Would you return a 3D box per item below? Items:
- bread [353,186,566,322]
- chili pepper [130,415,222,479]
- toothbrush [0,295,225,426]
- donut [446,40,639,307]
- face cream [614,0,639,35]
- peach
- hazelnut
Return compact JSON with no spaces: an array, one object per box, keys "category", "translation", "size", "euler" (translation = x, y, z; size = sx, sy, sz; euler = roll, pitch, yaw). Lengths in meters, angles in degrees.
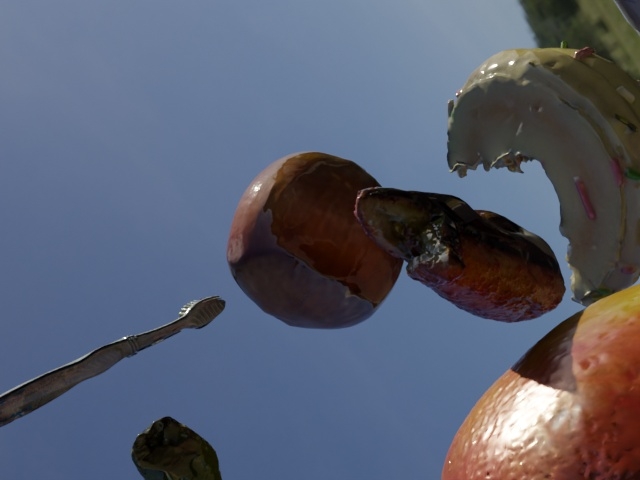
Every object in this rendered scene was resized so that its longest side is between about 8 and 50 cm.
[{"category":"bread","translation":[0.125,0.016,1.044],"size":[0.139,0.095,0.269],"euler":[37,-162,35]},{"category":"chili pepper","translation":[-0.081,0.181,0.743],"size":[0.052,0.050,0.202],"euler":[-62,-20,-43]},{"category":"toothbrush","translation":[-0.279,0.152,1.440],"size":[0.413,0.042,0.035],"euler":[-26,-76,-39]},{"category":"donut","translation":[0.340,-0.114,1.597],"size":[0.150,0.307,0.371],"euler":[-23,-122,-31]},{"category":"face cream","translation":[0.393,-0.311,1.267],"size":[0.153,0.177,0.177],"euler":[37,-154,-41]},{"category":"peach","translation":[0.243,0.170,0.881],"size":[0.380,0.306,0.242],"euler":[-49,-53,-30]},{"category":"hazelnut","translation":[0.000,0.000,1.338],"size":[0.176,0.214,0.214],"euler":[5,144,53]}]
